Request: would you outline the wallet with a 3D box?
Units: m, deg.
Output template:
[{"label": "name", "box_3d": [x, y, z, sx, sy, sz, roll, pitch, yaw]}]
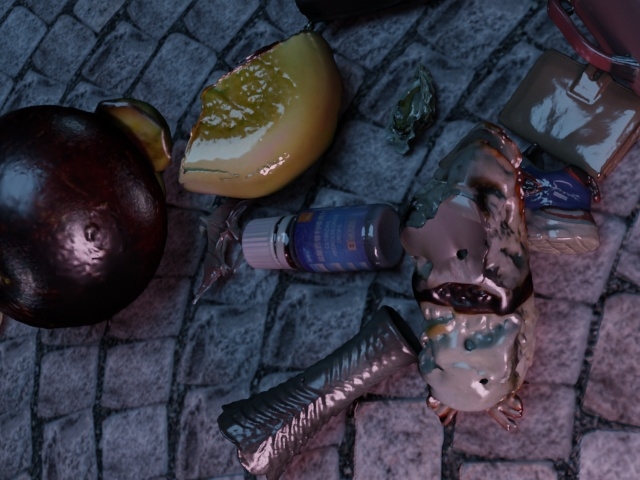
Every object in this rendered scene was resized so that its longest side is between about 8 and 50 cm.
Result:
[{"label": "wallet", "box_3d": [0.292, -0.147, 1.178, 0.153, 0.039, 0.118, 41, 97, 34]}]

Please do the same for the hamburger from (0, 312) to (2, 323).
[{"label": "hamburger", "box_3d": [-0.552, 0.107, 1.609, 0.133, 0.062, 0.140, -17, 64, 28]}]

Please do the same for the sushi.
[{"label": "sushi", "box_3d": [0.156, 0.046, 1.068, 0.124, 0.332, 0.130, 5, 32, 29]}]

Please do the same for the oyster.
[{"label": "oyster", "box_3d": [0.118, -0.164, 1.309, 0.100, 0.037, 0.098, -56, 30, 26]}]

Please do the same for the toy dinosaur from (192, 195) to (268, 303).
[{"label": "toy dinosaur", "box_3d": [-0.125, -0.012, 1.395, 0.108, 0.032, 0.220, 19, 79, 38]}]

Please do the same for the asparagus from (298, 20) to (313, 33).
[{"label": "asparagus", "box_3d": [0.008, -0.342, 1.461, 0.016, 0.016, 0.162, 32, 90, 12]}]

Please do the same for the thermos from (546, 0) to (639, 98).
[{"label": "thermos", "box_3d": [0.346, -0.234, 1.132, 0.136, 0.109, 0.330, -34, 56, 14]}]

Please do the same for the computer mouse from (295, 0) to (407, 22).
[{"label": "computer mouse", "box_3d": [0.086, -0.393, 1.375, 0.269, 0.100, 0.170, -10, 67, 33]}]

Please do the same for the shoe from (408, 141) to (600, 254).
[{"label": "shoe", "box_3d": [0.209, -0.057, 1.152, 0.228, 0.099, 0.125, 11, 85, 31]}]

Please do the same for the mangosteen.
[{"label": "mangosteen", "box_3d": [-0.342, -0.039, 1.391, 0.330, 0.330, 0.329, -13, 64, 28]}]

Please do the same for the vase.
[{"label": "vase", "box_3d": [0.005, 0.172, 1.197, 0.237, 0.115, 0.115, -37, 55, 12]}]

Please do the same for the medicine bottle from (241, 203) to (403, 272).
[{"label": "medicine bottle", "box_3d": [0.000, 0.000, 1.280, 0.203, 0.083, 0.083, -4, 69, 34]}]

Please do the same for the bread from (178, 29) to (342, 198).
[{"label": "bread", "box_3d": [-0.068, -0.139, 1.347, 0.261, 0.158, 0.156, -32, 72, 0]}]
